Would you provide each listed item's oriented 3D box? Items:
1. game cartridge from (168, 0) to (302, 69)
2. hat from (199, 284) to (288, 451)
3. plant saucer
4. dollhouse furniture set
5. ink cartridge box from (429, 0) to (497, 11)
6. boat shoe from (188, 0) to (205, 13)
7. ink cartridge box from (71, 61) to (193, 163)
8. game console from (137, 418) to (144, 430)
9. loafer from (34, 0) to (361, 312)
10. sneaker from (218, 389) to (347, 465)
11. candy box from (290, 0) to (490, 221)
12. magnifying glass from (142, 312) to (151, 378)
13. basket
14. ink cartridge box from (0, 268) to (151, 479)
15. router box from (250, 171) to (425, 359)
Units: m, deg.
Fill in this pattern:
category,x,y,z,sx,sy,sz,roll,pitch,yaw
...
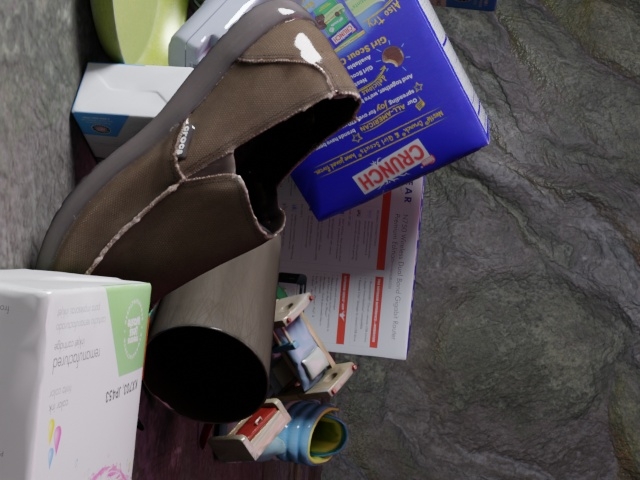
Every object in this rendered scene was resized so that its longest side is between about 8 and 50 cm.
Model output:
category,x,y,z,sx,sy,sz,roll,pitch,yaw
game cartridge,-0.097,-0.196,1.076,0.196,0.060,0.294,-48,170,-25
hat,-0.154,0.165,1.400,0.183,0.173,0.208,-30,-150,46
plant saucer,-0.178,-0.267,0.927,0.241,0.037,0.241,6,90,-82
dollhouse furniture set,-0.071,0.180,1.241,0.184,0.129,0.129,-44,109,-41
ink cartridge box,0.127,-0.547,1.649,0.285,0.395,0.166,55,44,-78
boat shoe,-0.083,-0.415,1.077,0.119,0.121,0.335,155,-59,-71
ink cartridge box,-0.162,-0.095,0.925,0.180,0.104,0.060,81,15,-62
game console,-0.196,0.115,0.928,0.122,0.071,0.107,80,31,-65
loafer,-0.103,-0.036,0.803,0.366,0.130,0.134,-51,155,6
sneaker,-0.048,0.310,1.658,0.319,0.208,0.127,-59,152,-73
candy box,0.040,-0.222,1.255,0.317,0.268,0.122,60,23,-15
magnifying glass,-0.185,0.058,0.973,0.231,0.026,0.092,-95,180,-54
basket,-0.125,0.079,1.177,0.204,0.154,0.226,93,4,-47
ink cartridge box,-0.218,0.201,0.666,0.207,0.119,0.353,6,90,-82
router box,0.000,0.000,1.443,0.082,0.301,0.335,-15,111,-82
